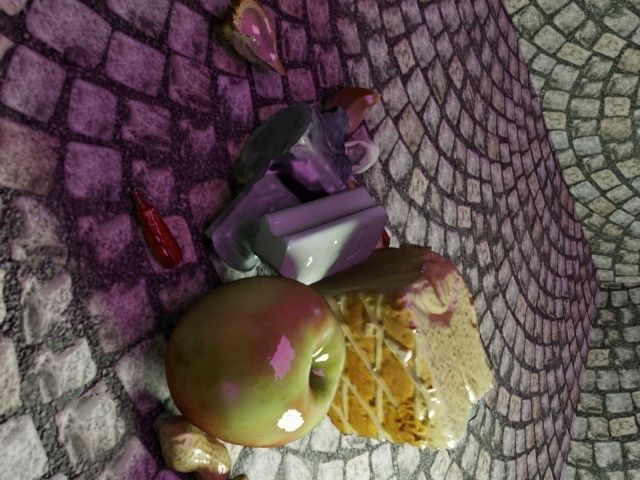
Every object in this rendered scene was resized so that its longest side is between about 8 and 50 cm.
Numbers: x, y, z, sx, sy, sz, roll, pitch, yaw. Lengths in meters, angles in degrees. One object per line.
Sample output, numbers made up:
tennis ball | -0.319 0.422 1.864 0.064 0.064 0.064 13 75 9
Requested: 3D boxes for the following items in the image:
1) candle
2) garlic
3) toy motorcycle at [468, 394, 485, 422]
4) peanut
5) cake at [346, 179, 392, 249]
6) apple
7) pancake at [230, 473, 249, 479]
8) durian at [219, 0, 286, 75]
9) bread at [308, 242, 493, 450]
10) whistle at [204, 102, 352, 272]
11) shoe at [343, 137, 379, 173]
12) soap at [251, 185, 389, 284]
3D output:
candle | -0.299 -0.022 1.024 0.053 0.048 0.162 -34 113 -28
garlic | 0.066 -0.316 1.427 0.198 0.129 0.090 -57 143 -40
toy motorcycle | 0.455 0.529 1.842 0.229 0.094 0.129 -34 108 -32
peanut | -0.229 0.395 1.040 0.193 0.089 0.089 52 50 -32
cake | 0.114 -0.053 1.468 0.086 0.117 0.220 -13 97 -44
apple | -0.120 0.217 1.031 0.319 0.277 0.319 -11 102 -63
pancake | -0.164 0.566 1.045 0.242 0.050 0.242 -1 90 -88
durian | -0.148 -0.433 1.233 0.224 0.078 0.140 49 38 -48
bread | 0.152 0.232 1.289 0.279 0.371 0.390 -27 103 -44
whistle | -0.073 -0.119 1.195 0.168 0.188 0.404 48 53 -36
shoe | 0.098 -0.220 1.474 0.265 0.110 0.095 -22 102 -46
soap | 0.000 0.000 1.166 0.289 0.095 0.173 -20 145 -39
